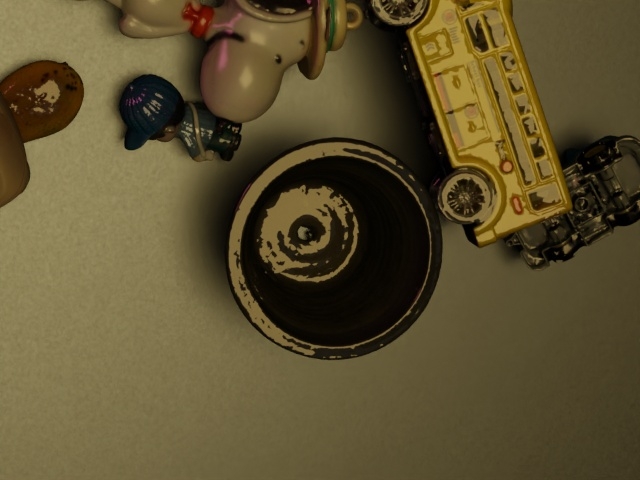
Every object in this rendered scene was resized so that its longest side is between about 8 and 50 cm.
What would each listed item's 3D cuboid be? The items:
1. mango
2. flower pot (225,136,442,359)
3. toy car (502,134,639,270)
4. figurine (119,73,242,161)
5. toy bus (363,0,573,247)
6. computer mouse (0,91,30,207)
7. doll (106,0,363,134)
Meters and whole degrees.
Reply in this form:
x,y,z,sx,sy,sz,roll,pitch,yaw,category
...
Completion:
x,y,z,sx,sy,sz,roll,pitch,yaw,category
-0.301,-0.143,1.732,0.114,0.057,0.079,-34,110,-1,mango
0.000,0.000,1.793,0.235,0.148,0.235,-2,99,-14,flower pot
0.293,-0.050,1.907,0.191,0.100,0.097,-28,106,9,toy car
-0.149,-0.129,1.769,0.136,0.079,0.077,10,54,-14,figurine
0.157,-0.165,1.784,0.152,0.144,0.330,-19,94,1,toy bus
-0.389,-0.123,1.664,0.145,0.082,0.236,-19,128,12,computer mouse
-0.108,-0.254,1.728,0.271,0.144,0.208,43,79,-12,doll
